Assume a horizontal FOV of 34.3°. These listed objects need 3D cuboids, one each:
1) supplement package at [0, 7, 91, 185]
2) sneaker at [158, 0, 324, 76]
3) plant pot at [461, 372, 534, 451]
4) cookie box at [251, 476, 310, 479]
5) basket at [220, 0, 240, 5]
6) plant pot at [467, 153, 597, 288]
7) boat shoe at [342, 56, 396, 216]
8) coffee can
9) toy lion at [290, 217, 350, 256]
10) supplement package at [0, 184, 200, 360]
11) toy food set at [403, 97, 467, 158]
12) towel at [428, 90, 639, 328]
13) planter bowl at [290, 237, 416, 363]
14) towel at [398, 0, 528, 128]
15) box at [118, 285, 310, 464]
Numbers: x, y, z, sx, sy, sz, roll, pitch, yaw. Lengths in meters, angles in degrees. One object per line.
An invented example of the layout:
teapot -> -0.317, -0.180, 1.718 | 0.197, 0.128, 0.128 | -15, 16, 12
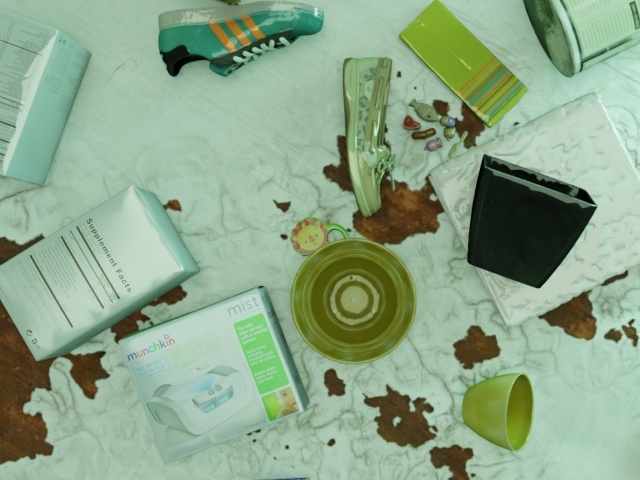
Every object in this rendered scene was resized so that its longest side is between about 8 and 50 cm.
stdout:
supplement package -> -0.558, -0.257, 1.809 | 0.198, 0.199, 0.263 | 20, 89, 4
sneaker -> -0.139, -0.352, 1.843 | 0.302, 0.108, 0.121 | -3, 89, 11
plant pot -> 0.302, 0.292, 1.793 | 0.095, 0.134, 0.134 | 2, 88, 32
cookie box -> -0.071, 0.446, 1.815 | 0.107, 0.092, 0.040 | -2, 91, 2
basket -> -0.178, -0.596, 1.790 | 0.213, 0.223, 0.299 | 30, 91, 3
plant pot -> 0.333, -0.027, 1.724 | 0.188, 0.187, 0.167 | 19, 104, 4
boat shoe -> 0.091, -0.185, 1.821 | 0.089, 0.104, 0.285 | -4, 87, 6
coffee can -> 0.507, -0.426, 1.758 | 0.275, 0.201, 0.202 | -25, 87, 2
toy lion -> 0.000, 0.000, 1.858 | 0.100, 0.034, 0.096 | -24, 79, 2
supplement package -> -0.386, 0.055, 1.801 | 0.293, 0.177, 0.175 | -31, 86, 1
toy food set -> 0.195, -0.198, 1.839 | 0.122, 0.019, 0.078 | 31, 87, 21
towel -> 0.404, -0.054, 1.827 | 0.331, 0.053, 0.317 | -26, 88, 2
planter bowl -> 0.058, 0.106, 1.819 | 0.217, 0.090, 0.217 | 0, 87, 3
towel -> 0.256, -0.317, 1.861 | 0.102, 0.021, 0.237 | -44, 86, -5
box -> -0.182, 0.229, 1.813 | 0.262, 0.127, 0.231 | -20, 89, 3
